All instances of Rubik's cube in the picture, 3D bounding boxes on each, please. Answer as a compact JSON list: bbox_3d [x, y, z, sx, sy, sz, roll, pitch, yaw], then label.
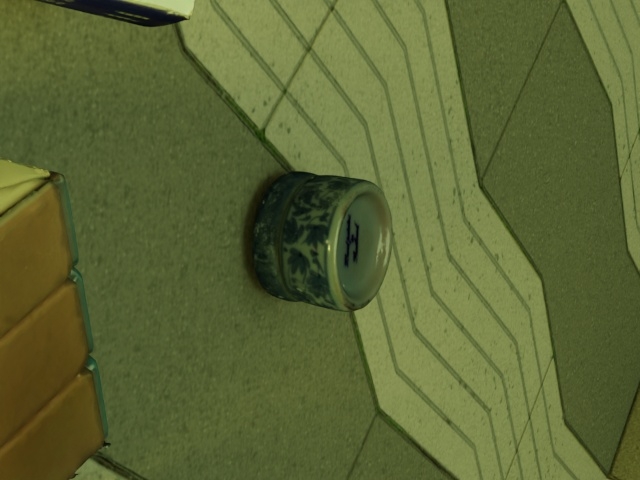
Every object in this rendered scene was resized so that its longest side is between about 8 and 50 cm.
[{"bbox_3d":[-0.299,0.077,0.884,0.221,0.231,0.225,-46,142,-46],"label":"Rubik's cube"}]

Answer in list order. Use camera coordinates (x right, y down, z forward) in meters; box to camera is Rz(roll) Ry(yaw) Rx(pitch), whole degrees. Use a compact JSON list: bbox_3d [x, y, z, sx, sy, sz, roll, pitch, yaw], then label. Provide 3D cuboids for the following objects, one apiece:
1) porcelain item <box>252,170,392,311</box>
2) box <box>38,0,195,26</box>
[{"bbox_3d":[0.000,0.000,1.512,0.147,0.114,0.147,-25,119,-58],"label":"porcelain item"},{"bbox_3d":[-0.183,-0.331,1.038,0.200,0.106,0.299,9,88,-31],"label":"box"}]
